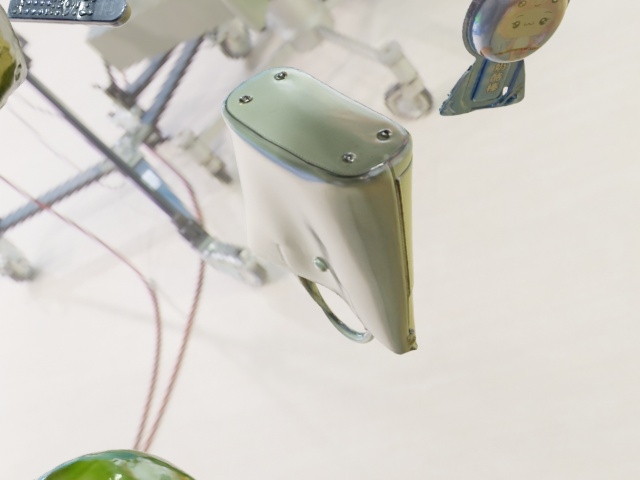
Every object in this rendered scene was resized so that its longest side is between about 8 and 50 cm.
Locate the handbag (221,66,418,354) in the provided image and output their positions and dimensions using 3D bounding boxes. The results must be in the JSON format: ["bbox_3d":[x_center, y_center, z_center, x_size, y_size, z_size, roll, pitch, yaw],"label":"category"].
[{"bbox_3d":[0.000,0.000,1.134,0.109,0.315,0.241,-32,50,-30],"label":"handbag"}]

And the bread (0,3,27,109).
[{"bbox_3d":[-0.359,-0.063,0.630,0.382,0.129,0.366,2,29,36],"label":"bread"}]

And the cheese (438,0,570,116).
[{"bbox_3d":[0.213,-0.233,1.296,0.135,0.245,0.052,-10,54,-19],"label":"cheese"}]

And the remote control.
[{"bbox_3d":[-0.289,-0.267,1.322,0.152,0.027,0.043,8,81,16],"label":"remote control"}]

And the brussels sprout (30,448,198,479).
[{"bbox_3d":[-0.124,0.191,0.654,0.155,0.155,0.117,-49,3,-5],"label":"brussels sprout"}]
